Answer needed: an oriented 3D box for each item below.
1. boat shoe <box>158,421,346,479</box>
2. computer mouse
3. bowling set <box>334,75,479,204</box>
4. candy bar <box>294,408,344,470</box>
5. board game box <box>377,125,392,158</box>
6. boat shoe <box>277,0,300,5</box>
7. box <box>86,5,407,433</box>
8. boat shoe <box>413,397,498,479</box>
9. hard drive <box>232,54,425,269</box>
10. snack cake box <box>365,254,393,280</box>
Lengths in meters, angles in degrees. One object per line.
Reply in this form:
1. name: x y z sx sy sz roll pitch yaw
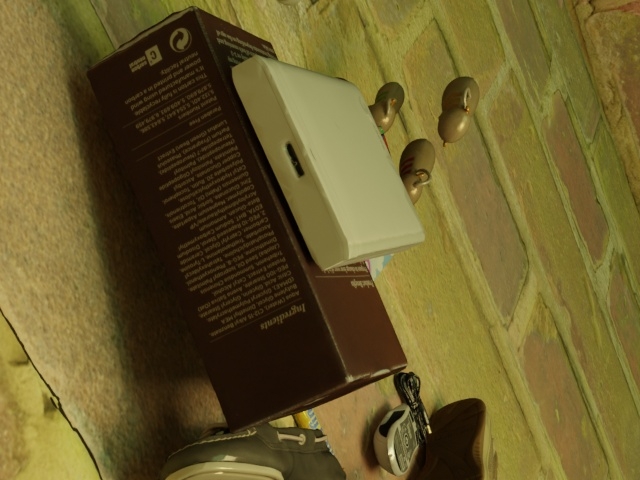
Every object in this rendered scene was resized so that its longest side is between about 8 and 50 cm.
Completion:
1. boat shoe: -0.070 0.225 1.168 0.335 0.112 0.095 35 32 -60
2. computer mouse: 0.104 0.255 1.547 0.193 0.042 0.106 -36 115 -67
3. bowling set: 0.068 -0.123 1.550 0.200 0.287 0.154 26 30 -1
4. candy bar: -0.010 0.221 1.367 0.161 0.018 0.040 67 29 -17
5. board game box: 0.031 -0.047 1.362 0.281 0.027 0.145 -28 102 -62
6. boat shoe: -0.073 -0.412 1.484 0.081 0.079 0.227 9 64 -54
7. box: -0.067 -0.018 1.135 0.381 0.143 0.191 66 18 11
8. boat shoe: 0.193 0.355 1.580 0.110 0.122 0.341 65 28 -21
9. hard drive: 0.019 -0.077 1.171 0.203 0.040 0.307 66 18 5
10. snack cake box: 0.000 0.000 1.409 0.152 0.089 0.264 67 29 -15
